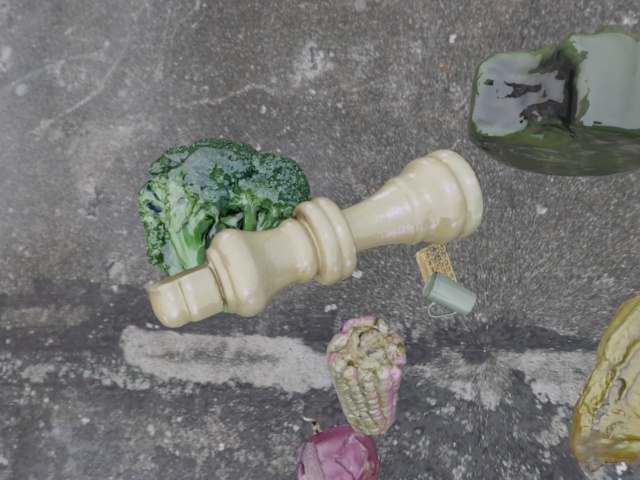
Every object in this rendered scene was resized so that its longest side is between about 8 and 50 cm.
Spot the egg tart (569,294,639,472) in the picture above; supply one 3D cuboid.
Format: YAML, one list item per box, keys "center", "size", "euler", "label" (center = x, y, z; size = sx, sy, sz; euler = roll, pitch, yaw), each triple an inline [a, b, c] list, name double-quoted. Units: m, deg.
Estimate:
- center: [0.559, 0.252, 0.854]
  size: [0.150, 0.352, 0.352]
  euler: [28, 88, 49]
  label: "egg tart"

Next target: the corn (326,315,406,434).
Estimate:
- center: [0.078, 0.246, 0.879]
  size: [0.127, 0.335, 0.126]
  euler: [-2, 53, 3]
  label: "corn"

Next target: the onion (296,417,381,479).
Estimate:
- center: [0.047, 0.514, 1.159]
  size: [0.201, 0.200, 0.207]
  euler: [15, 105, 20]
  label: "onion"

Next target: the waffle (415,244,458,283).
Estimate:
- center: [0.354, 0.087, 1.550]
  size: [0.102, 0.042, 0.148]
  euler: [-22, 96, -29]
  label: "waffle"

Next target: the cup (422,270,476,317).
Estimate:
- center: [0.229, 0.105, 0.914]
  size: [0.083, 0.054, 0.075]
  euler: [27, 57, -3]
  label: "cup"

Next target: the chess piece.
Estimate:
- center: [0.000, 0.000, 0.592]
  size: [0.397, 0.117, 0.117]
  euler: [-20, 70, -20]
  label: "chess piece"

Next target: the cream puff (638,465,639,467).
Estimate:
- center: [0.841, 0.525, 1.292]
  size: [0.103, 0.126, 0.144]
  euler: [-36, 100, 28]
  label: "cream puff"

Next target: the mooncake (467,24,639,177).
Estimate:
- center: [0.445, -0.231, 0.892]
  size: [0.351, 0.351, 0.187]
  euler: [7, 84, 19]
  label: "mooncake"

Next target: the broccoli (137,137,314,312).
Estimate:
- center: [-0.134, -0.022, 0.736]
  size: [0.294, 0.265, 0.245]
  euler: [-3, 79, 50]
  label: "broccoli"
